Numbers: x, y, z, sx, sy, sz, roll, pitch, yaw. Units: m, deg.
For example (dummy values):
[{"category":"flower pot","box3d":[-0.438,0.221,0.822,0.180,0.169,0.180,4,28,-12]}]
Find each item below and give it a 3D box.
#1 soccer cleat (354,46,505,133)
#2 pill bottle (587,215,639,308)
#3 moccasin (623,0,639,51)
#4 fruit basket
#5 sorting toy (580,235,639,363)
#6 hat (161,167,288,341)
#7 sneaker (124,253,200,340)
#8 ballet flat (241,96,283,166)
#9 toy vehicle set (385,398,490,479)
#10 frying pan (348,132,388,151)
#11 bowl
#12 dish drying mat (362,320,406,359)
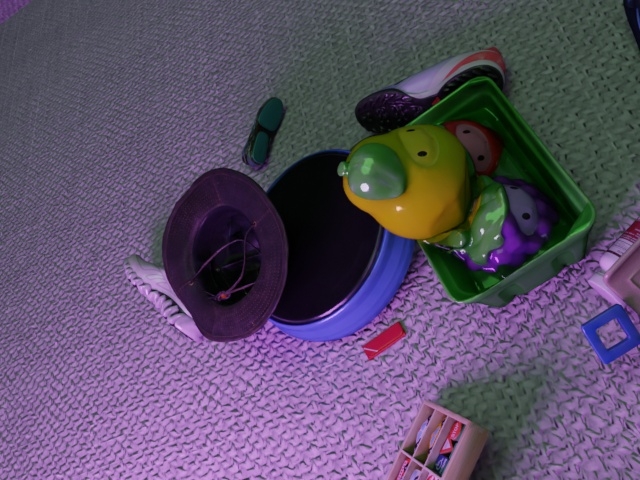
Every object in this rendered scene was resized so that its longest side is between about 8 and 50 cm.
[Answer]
[{"category":"soccer cleat","box3d":[0.222,-0.304,1.320,0.319,0.108,0.116,-14,36,31]},{"category":"pill bottle","box3d":[0.475,0.026,0.958,0.152,0.086,0.086,-48,49,4]},{"category":"moccasin","box3d":[0.579,-0.340,1.069,0.138,0.117,0.341,-29,52,19]},{"category":"fruit basket","box3d":[0.214,-0.094,1.021,0.283,0.392,0.391,-34,51,14]},{"category":"sorting toy","box3d":[0.514,0.048,0.890,0.196,0.047,0.347,43,93,-1]},{"category":"hat","box3d":[-0.149,0.026,1.239,0.332,0.134,0.330,-1,88,38]},{"category":"sneaker","box3d":[-0.338,0.106,1.468,0.292,0.110,0.118,35,80,33]},{"category":"ballet flat","box3d":[-0.146,-0.263,1.563,0.070,0.070,0.188,4,64,36]},{"category":"toy vehicle set","box3d":[0.143,0.377,0.959,0.266,0.035,0.166,-62,11,-10]},{"category":"frying pan","box3d":[0.137,-0.074,1.268,0.197,0.053,0.326,-37,55,17]},{"category":"bowl","box3d":[0.000,0.000,1.264,0.391,0.077,0.390,-17,62,35]},{"category":"dish drying mat","box3d":[0.115,0.181,1.169,0.083,0.008,0.032,-38,49,12]}]
